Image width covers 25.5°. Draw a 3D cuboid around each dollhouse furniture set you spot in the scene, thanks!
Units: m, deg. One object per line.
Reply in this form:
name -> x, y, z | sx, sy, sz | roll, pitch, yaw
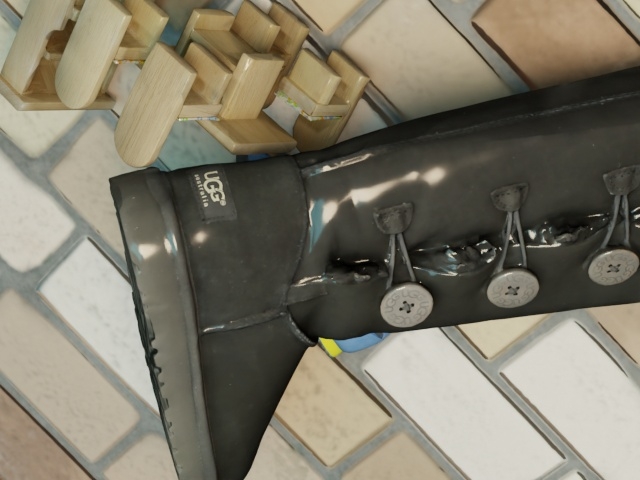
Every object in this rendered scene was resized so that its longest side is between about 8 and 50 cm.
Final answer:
dollhouse furniture set -> -0.131, -0.126, 1.141 | 0.242, 0.212, 0.161 | 43, 119, 27

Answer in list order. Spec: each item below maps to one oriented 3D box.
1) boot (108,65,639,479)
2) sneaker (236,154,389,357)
boot -> 0.081, 0.046, 1.128 | 0.445, 0.146, 0.367 | -14, 143, -10
sneaker -> 0.000, 0.000, 1.231 | 0.082, 0.069, 0.209 | -26, 103, 13
